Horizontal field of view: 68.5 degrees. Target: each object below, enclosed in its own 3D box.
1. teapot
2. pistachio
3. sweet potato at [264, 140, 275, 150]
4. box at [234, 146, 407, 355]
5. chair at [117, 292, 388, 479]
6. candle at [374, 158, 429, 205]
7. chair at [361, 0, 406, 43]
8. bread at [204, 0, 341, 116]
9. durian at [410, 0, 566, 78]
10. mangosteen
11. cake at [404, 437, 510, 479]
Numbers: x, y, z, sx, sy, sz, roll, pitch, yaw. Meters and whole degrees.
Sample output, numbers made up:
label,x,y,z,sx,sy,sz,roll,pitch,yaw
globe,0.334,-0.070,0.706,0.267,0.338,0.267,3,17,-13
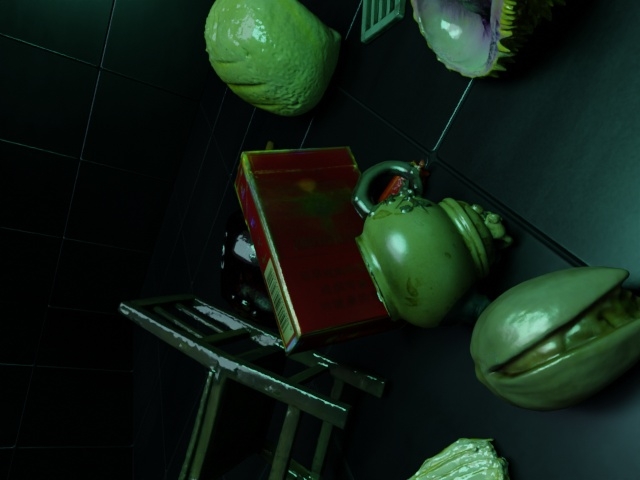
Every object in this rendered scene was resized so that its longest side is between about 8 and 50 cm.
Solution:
label,x,y,z,sx,sy,sz,roll,pitch,yaw
teapot,0.144,0.002,0.605,0.173,0.183,0.269,59,-173,-67
pistachio,0.227,0.096,0.461,0.185,0.124,0.124,-37,45,29
sweet potato,-0.175,-0.160,1.360,0.057,0.057,0.264,-7,71,61
box,0.001,0.001,0.733,0.089,0.197,0.313,118,138,-54
chair,-0.139,0.269,0.753,0.416,0.203,0.240,17,97,25
candle,0.131,-0.079,0.766,0.130,0.052,0.052,-58,34,31
chair,0.089,-0.570,0.946,0.136,0.147,0.270,-5,73,60
bread,-0.116,-0.438,1.098,0.320,0.320,0.237,25,94,62
durian,0.215,-0.307,0.630,0.186,0.154,0.260,100,159,-46
mangosteen,-0.073,0.025,0.909,0.287,0.233,0.287,4,-90,-90
cake,0.126,0.297,0.564,0.185,0.116,0.079,123,148,-42
